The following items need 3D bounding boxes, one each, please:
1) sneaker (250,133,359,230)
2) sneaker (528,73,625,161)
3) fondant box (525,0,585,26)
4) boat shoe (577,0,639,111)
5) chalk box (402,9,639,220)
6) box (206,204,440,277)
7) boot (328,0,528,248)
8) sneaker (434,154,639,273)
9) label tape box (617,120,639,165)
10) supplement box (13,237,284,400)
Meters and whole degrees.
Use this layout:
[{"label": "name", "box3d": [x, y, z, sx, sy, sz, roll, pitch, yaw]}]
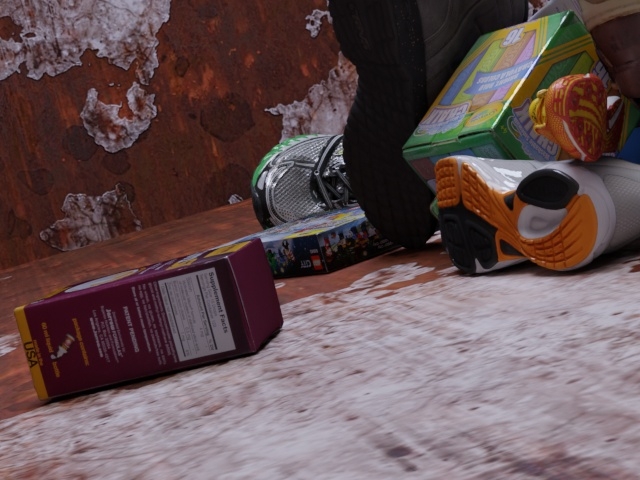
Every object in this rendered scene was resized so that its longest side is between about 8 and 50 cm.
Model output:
[{"label": "sneaker", "box3d": [0.067, -0.091, 1.999, 0.343, 0.134, 0.146, -17, 6, -25]}, {"label": "sneaker", "box3d": [0.186, -0.091, 1.162, 0.067, 0.064, 0.175, 8, -1, 18]}, {"label": "fondant box", "box3d": [0.328, -0.245, 1.631, 0.238, 0.096, 0.330, -31, -5, -24]}, {"label": "boat shoe", "box3d": [0.300, -0.147, 1.316, 0.123, 0.123, 0.342, -15, -6, 17]}, {"label": "chalk box", "box3d": [0.179, -0.087, 1.426, 0.132, 0.132, 0.213, -9, 41, 53]}, {"label": "box", "box3d": [0.000, 0.000, 1.712, 0.159, 0.044, 0.233, -19, 6, -33]}, {"label": "boot", "box3d": [0.130, -0.171, 1.548, 0.118, 0.338, 0.223, 26, 45, 36]}, {"label": "sneaker", "box3d": [0.188, -0.025, 1.249, 0.121, 0.099, 0.262, -10, 10, -24]}, {"label": "label tape box", "box3d": [0.409, -0.144, 1.589, 0.334, 0.106, 0.241, -34, 13, -25]}, {"label": "supplement box", "box3d": [-0.136, 0.063, 1.248, 0.188, 0.080, 0.104, -14, 5, 14]}]
